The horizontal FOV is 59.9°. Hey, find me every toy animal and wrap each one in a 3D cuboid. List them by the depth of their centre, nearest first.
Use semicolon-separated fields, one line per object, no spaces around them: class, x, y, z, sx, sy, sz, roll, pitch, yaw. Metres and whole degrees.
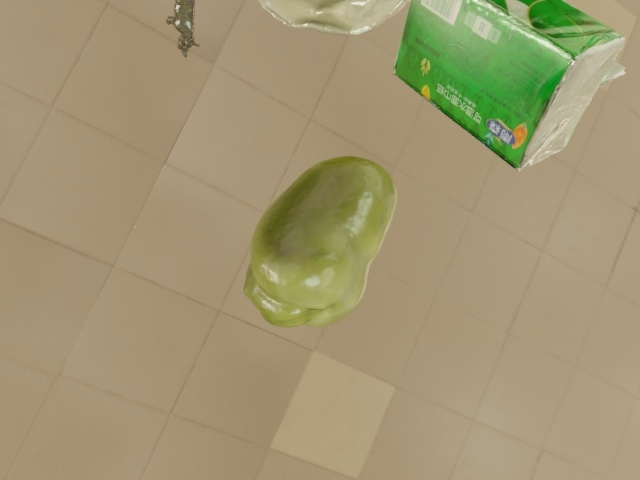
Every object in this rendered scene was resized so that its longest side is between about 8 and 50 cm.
toy animal;-0.269;-0.427;1.092;0.047;0.065;0.136;-21;133;-38

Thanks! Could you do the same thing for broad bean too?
broad bean;0.000;0.000;0.496;0.082;0.124;0.174;68;33;-41

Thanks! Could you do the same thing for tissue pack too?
tissue pack;0.214;-0.210;0.626;0.156;0.148;0.209;-25;57;-30

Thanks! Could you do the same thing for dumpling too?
dumpling;0.026;-0.460;0.871;0.341;0.181;0.260;7;113;-11
